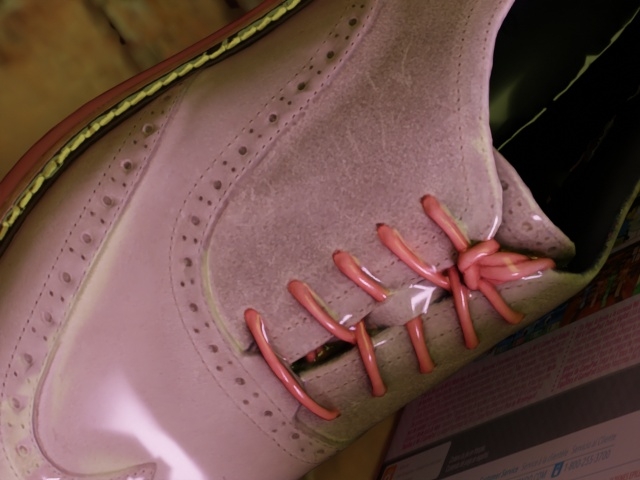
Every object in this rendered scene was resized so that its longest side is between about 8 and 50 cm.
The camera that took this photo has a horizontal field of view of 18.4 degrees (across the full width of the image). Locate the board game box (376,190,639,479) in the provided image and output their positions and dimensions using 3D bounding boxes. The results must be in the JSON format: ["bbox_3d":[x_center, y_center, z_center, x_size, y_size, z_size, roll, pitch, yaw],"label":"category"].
[{"bbox_3d":[0.114,0.045,0.612,0.097,0.224,0.303,31,64,-15],"label":"board game box"}]

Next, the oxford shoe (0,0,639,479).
[{"bbox_3d":[0.000,0.000,0.575,0.348,0.130,0.123,-51,124,-11],"label":"oxford shoe"}]
